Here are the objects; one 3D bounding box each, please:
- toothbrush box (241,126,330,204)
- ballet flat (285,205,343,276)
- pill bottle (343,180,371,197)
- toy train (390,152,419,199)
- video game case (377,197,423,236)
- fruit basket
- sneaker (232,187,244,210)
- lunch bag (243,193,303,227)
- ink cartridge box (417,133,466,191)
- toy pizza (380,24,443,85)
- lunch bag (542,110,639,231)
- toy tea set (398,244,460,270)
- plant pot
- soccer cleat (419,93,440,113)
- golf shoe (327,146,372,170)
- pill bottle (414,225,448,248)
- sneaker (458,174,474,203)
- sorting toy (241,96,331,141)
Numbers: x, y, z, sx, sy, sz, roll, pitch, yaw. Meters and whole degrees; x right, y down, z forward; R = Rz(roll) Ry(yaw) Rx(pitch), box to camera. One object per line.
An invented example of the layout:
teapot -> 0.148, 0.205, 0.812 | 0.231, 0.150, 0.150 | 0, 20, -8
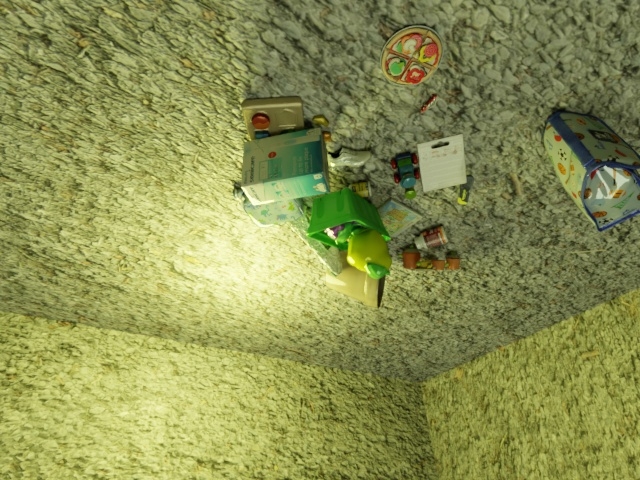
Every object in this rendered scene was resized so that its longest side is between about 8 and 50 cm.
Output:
toothbrush box -> -0.125, -0.268, 1.468 | 0.296, 0.216, 0.126 | -8, 150, 11
ballet flat -> 0.000, 0.000, 1.877 | 0.147, 0.147, 0.409 | -30, 114, 31
pill bottle -> 0.157, -0.213, 1.734 | 0.117, 0.065, 0.065 | -9, 143, 8
toy train -> 0.363, -0.225, 1.667 | 0.105, 0.143, 0.248 | -11, 142, 12
video game case -> 0.346, -0.104, 1.927 | 0.213, 0.023, 0.193 | 23, 136, -30
fruit basket -> 0.146, 0.001, 1.700 | 0.283, 0.391, 0.392 | -16, 142, 28
sneaker -> -0.328, -0.177, 1.764 | 0.058, 0.052, 0.135 | -17, 141, 11
lunch bag -> -0.185, -0.145, 1.600 | 0.219, 0.090, 0.176 | -15, 143, 15
ink cartridge box -> 0.491, -0.319, 1.647 | 0.181, 0.056, 0.224 | -11, 124, 11
toy pizza -> 0.291, -0.577, 1.286 | 0.202, 0.032, 0.201 | -2, 143, -1
lunch bag -> 1.003, -0.275, 1.490 | 0.386, 0.327, 0.239 | 30, 128, -34
toy tea set -> 0.583, 0.089, 2.133 | 0.336, 0.124, 0.200 | 0, -178, -34
plant pot -> 0.185, 0.166, 2.083 | 0.281, 0.323, 0.323 | 8, 145, 14
soccer cleat -> 0.386, -0.477, 1.428 | 0.036, 0.029, 0.083 | 23, 131, -25
golf shoe -> 0.111, -0.328, 1.581 | 0.176, 0.069, 0.086 | -13, 136, 11
pill bottle -> 0.550, -0.010, 2.014 | 0.152, 0.086, 0.086 | -20, 140, 21
sneaker -> 0.630, -0.229, 1.759 | 0.053, 0.059, 0.144 | 17, 136, 16
sorting toy -> -0.116, -0.411, 1.472 | 0.308, 0.041, 0.229 | -3, 143, 1
